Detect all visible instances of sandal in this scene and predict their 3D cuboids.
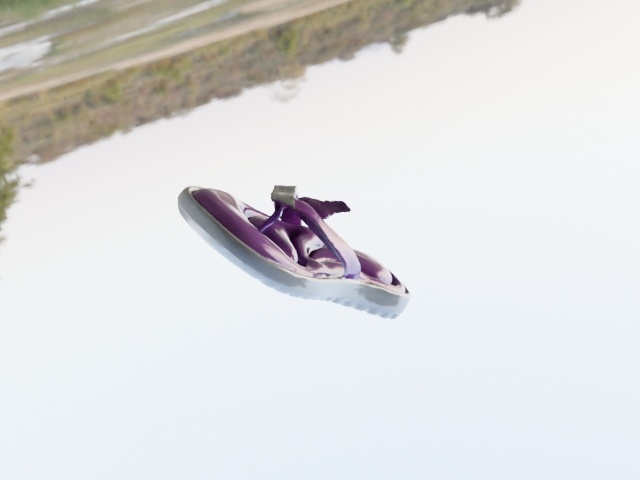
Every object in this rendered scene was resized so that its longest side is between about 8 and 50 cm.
[{"bbox_3d":[-0.011,-0.009,1.054,0.102,0.169,0.416,-55,151,7],"label":"sandal"}]
